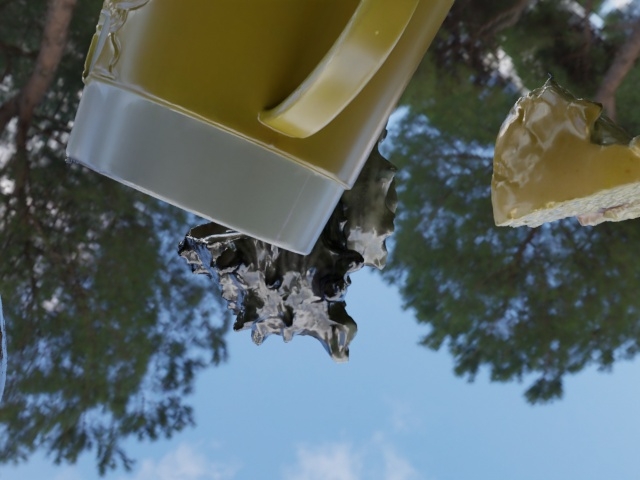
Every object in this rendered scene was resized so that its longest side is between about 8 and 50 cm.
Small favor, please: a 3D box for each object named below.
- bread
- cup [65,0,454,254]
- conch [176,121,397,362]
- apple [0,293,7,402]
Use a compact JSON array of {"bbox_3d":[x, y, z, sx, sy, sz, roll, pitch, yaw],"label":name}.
[{"bbox_3d":[0.345,-0.129,1.223,0.184,0.224,0.211,14,-113,-45],"label":"bread"},{"bbox_3d":[-0.019,-0.115,0.502,0.185,0.226,0.241,23,-178,-25],"label":"cup"},{"bbox_3d":[-0.003,-0.013,0.913,0.186,0.240,0.313,33,-159,7],"label":"conch"},{"bbox_3d":[-0.376,0.093,0.773,0.264,0.264,0.264,23,-141,-21],"label":"apple"}]
